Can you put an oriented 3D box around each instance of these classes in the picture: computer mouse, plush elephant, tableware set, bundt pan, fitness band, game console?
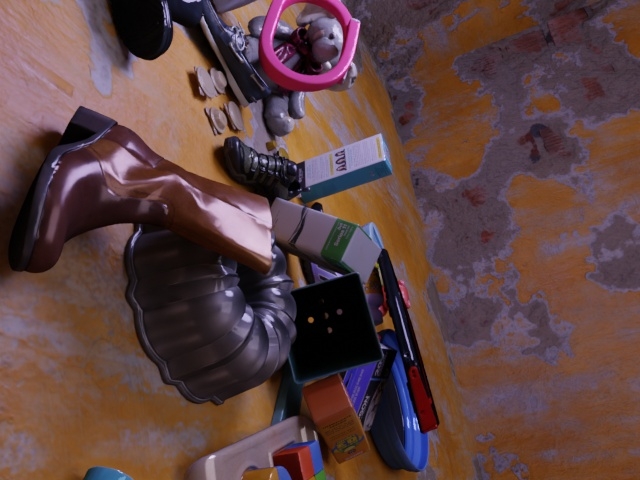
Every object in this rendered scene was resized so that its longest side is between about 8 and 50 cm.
[{"bbox_3d":[0.003,0.019,1.449,0.071,0.041,0.241,82,-2,-82],"label":"computer mouse"},{"bbox_3d":[-0.041,-0.458,1.392,0.329,0.256,0.271,-79,146,-55],"label":"plush elephant"},{"bbox_3d":[-0.095,-0.166,1.351,0.104,0.024,0.153,-24,97,-68],"label":"tableware set"},{"bbox_3d":[-0.206,-0.285,1.140,0.168,0.020,0.140,-53,125,-69],"label":"tableware set"},{"bbox_3d":[-0.137,0.072,0.853,0.331,0.124,0.330,-18,90,-72],"label":"bundt pan"},{"bbox_3d":[-0.025,-0.450,1.242,0.054,0.209,0.290,126,-21,-62],"label":"fitness band"},{"bbox_3d":[0.212,0.257,1.425,0.386,0.060,0.341,-99,169,-46],"label":"game console"}]

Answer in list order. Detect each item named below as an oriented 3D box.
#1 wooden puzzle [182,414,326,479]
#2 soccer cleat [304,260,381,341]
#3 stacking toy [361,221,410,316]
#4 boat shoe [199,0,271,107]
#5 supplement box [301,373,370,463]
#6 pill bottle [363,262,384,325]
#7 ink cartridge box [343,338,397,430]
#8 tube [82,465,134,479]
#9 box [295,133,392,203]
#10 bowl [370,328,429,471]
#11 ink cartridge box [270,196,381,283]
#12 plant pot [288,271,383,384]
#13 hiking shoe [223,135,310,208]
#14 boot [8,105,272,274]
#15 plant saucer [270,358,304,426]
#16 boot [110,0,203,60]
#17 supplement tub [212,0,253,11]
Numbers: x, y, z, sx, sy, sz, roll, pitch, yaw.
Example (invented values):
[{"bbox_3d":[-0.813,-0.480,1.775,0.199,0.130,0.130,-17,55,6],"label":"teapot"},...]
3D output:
[{"bbox_3d":[-0.046,0.442,0.817,0.348,0.081,0.321,15,62,-66],"label":"wooden puzzle"},{"bbox_3d":[0.048,0.118,1.348,0.109,0.117,0.317,-26,98,-72],"label":"soccer cleat"},{"bbox_3d":[0.198,0.075,1.797,0.279,0.131,0.308,-39,111,-70],"label":"stacking toy"},{"bbox_3d":[-0.186,-0.405,1.178,0.095,0.079,0.254,-110,174,-62],"label":"boat shoe"},{"bbox_3d":[0.035,0.345,1.072,0.233,0.078,0.080,70,-5,-51],"label":"supplement box"},{"bbox_3d":[0.106,0.126,1.506,0.118,0.118,0.208,36,40,-61],"label":"pill bottle"},{"bbox_3d":[0.099,0.331,1.264,0.208,0.045,0.206,30,80,-63],"label":"ink cartridge box"},{"bbox_3d":[-0.229,0.310,0.498,0.080,0.052,0.207,55,30,-30],"label":"tube"},{"bbox_3d":[0.056,-0.182,1.438,0.060,0.245,0.100,53,26,-46],"label":"box"},{"bbox_3d":[0.208,0.447,1.575,0.391,0.077,0.390,-18,90,-71],"label":"bowl"},{"bbox_3d":[0.000,0.000,1.160,0.086,0.209,0.153,-65,150,-9],"label":"ink cartridge box"},{"bbox_3d":[0.012,0.159,1.111,0.234,0.166,0.165,83,-9,-88],"label":"plant pot"},{"bbox_3d":[-0.108,-0.152,1.146,0.227,0.114,0.086,43,34,-56],"label":"hiking shoe"},{"bbox_3d":[-0.189,-0.016,0.663,0.281,0.096,0.264,28,27,-23],"label":"boot"},{"bbox_3d":[-0.058,0.306,1.035,0.192,0.018,0.067,-79,147,-57],"label":"plant saucer"},{"bbox_3d":[-0.264,-0.405,0.958,0.207,0.094,0.246,-7,74,-67],"label":"boot"},{"bbox_3d":[-0.204,-0.661,1.212,0.191,0.191,0.272,-63,133,-65],"label":"supplement tub"}]
